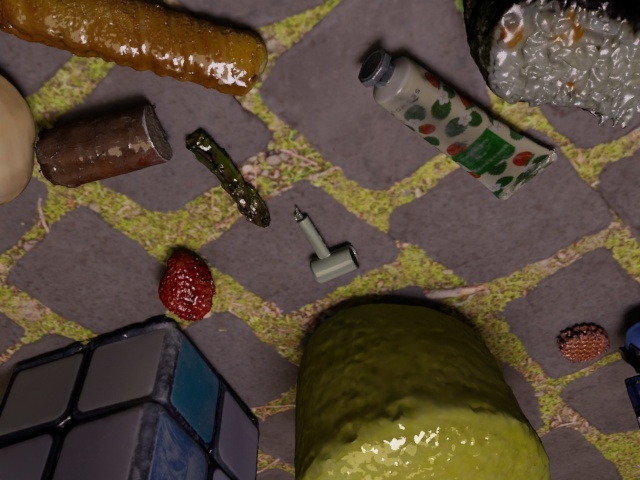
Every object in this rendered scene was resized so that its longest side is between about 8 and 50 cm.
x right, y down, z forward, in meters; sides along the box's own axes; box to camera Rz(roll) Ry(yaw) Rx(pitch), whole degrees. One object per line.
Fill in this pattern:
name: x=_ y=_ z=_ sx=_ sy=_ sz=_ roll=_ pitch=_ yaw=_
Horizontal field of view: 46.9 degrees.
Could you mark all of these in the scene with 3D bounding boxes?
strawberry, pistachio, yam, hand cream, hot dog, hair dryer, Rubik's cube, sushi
strawberry: x=-0.186 y=0.061 z=1.019 sx=0.083 sy=0.083 sz=0.096 roll=-7 pitch=124 yaw=5
pistachio: x=-0.403 y=-0.130 z=0.824 sx=0.145 sy=0.117 sz=0.200 roll=-34 pitch=121 yaw=-20
yam: x=-0.253 y=-0.111 z=0.865 sx=0.141 sy=0.079 sz=0.079 roll=-14 pitch=130 yaw=10
hand cream: x=0.161 y=-0.134 z=0.868 sx=0.276 sy=0.059 sz=0.095 roll=28 pitch=127 yaw=-29
hot dog: x=-0.198 y=-0.216 z=0.779 sx=0.289 sy=0.068 sz=0.083 roll=12 pitch=123 yaw=-10
hair dryer: x=0.000 y=0.000 z=0.998 sx=0.063 sy=0.038 sz=0.124 roll=-23 pitch=121 yaw=16
Rubik's cube: x=-0.296 y=0.360 z=1.117 sx=0.316 sy=0.313 sz=0.318 roll=-20 pitch=128 yaw=15
sushi: x=0.254 y=-0.211 z=0.754 sx=0.225 sy=0.126 sz=0.136 roll=13 pitch=130 yaw=-14

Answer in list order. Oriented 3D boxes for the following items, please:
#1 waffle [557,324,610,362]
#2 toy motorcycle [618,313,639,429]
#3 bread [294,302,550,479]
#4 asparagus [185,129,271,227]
waffle: x=0.410 y=0.163 z=1.147 sx=0.075 sy=0.029 sz=0.083 roll=-34 pitch=127 yaw=29
toy motorcycle: x=0.601 y=0.154 z=1.022 sx=0.359 sy=0.212 sz=0.125 roll=-21 pitch=128 yaw=17
bread: x=0.126 y=0.274 z=1.055 sx=0.348 sy=0.308 sz=0.348 roll=-3 pitch=126 yaw=-4
asparagus: x=-0.111 y=-0.072 z=0.930 sx=0.036 sy=0.030 sz=0.165 roll=-37 pitch=124 yaw=-2
